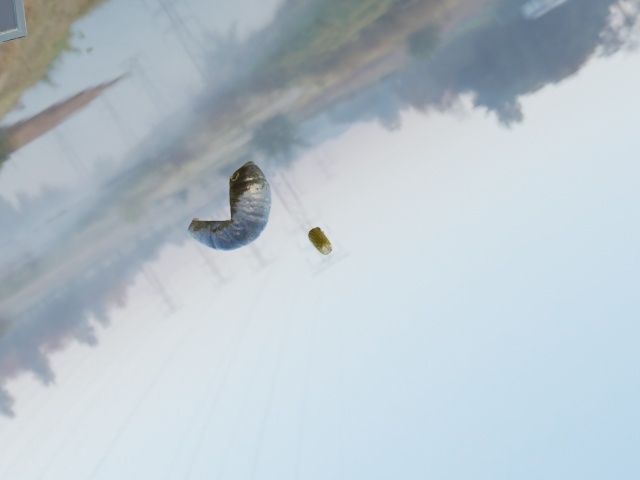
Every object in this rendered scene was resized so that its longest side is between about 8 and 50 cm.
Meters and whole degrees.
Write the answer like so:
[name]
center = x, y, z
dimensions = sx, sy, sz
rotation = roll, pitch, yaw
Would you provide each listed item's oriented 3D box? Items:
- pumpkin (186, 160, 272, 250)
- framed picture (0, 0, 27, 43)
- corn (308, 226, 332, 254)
[pumpkin]
center = -0.151, -0.048, 2.064
dimensions = 0.183, 0.108, 0.119
rotation = -51, 166, 12
[framed picture]
center = -0.503, -0.374, 1.515
dimensions = 0.197, 0.252, 0.014
rotation = -25, -138, -35
[corn]
center = 0.000, 0.000, 1.776
dimensions = 0.028, 0.027, 0.083
rotation = -35, -153, -2
